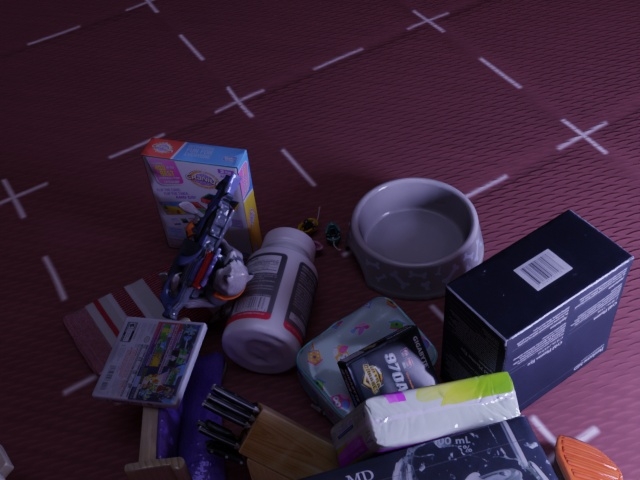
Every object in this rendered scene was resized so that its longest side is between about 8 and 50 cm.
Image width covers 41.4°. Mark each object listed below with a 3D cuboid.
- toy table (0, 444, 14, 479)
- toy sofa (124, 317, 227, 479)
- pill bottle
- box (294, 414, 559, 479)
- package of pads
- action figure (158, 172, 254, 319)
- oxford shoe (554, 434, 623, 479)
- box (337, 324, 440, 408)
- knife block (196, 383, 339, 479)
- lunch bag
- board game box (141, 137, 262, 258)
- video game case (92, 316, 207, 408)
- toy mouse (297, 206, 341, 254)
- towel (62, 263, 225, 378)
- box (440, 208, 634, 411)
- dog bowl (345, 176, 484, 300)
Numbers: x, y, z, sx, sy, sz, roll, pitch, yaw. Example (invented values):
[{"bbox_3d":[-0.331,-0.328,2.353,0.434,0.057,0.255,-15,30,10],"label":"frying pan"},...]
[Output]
[{"bbox_3d":[-0.619,0.510,1.577,0.161,0.252,0.274,-42,66,-10],"label":"toy table"},{"bbox_3d":[-0.289,0.345,1.748,0.177,0.150,0.363,-7,46,1],"label":"toy sofa"},{"bbox_3d":[-0.102,0.126,1.918,0.176,0.176,0.319,5,48,10],"label":"pill bottle"},{"bbox_3d":[0.200,0.606,1.363,0.479,0.298,0.472,-14,45,-8],"label":"box"},{"bbox_3d":[0.185,0.339,1.554,0.296,0.229,0.101,-6,65,-21],"label":"package of pads"},{"bbox_3d":[-0.235,0.018,1.888,0.341,0.178,0.330,-60,34,3],"label":"action figure"},{"bbox_3d":[0.472,0.481,1.537,0.129,0.133,0.364,20,20,1],"label":"oxford shoe"},{"bbox_3d":[0.152,0.304,1.693,0.175,0.220,0.051,-24,7,-22],"label":"box"},{"bbox_3d":[-0.095,0.367,1.656,0.275,0.242,0.088,-16,3,-10],"label":"knife block"},{"bbox_3d":[0.098,0.272,1.801,0.279,0.108,0.224,-33,64,-21],"label":"lunch bag"},{"bbox_3d":[-0.278,-0.095,2.047,0.242,0.317,0.064,9,48,13],"label":"board game box"},{"bbox_3d":[-0.345,0.246,1.730,0.183,0.023,0.201,3,48,14],"label":"video game case"},{"bbox_3d":[0.000,0.000,2.126,0.143,0.031,0.161,30,57,30],"label":"toy mouse"},{"bbox_3d":[-0.414,0.178,1.989,0.328,0.037,0.237,-27,45,-21],"label":"towel"},{"bbox_3d":[0.431,0.163,1.739,0.343,0.313,0.179,-28,50,-21],"label":"box"},{"bbox_3d":[0.229,-0.018,2.074,0.348,0.102,0.349,-3,47,3],"label":"dog bowl"}]
